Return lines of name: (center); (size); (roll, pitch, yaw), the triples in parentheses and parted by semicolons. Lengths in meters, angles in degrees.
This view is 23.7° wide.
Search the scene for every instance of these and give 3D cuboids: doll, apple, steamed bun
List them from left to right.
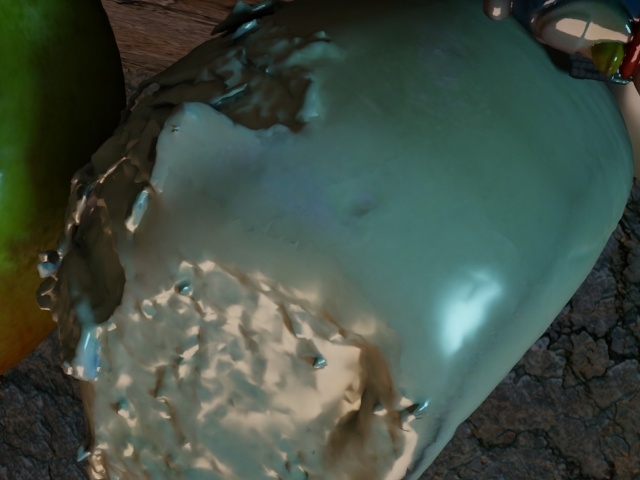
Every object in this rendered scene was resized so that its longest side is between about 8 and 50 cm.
apple: (-0.270, -0.061, 0.885); (0.339, 0.340, 0.339); (12, -178, 0)
steamed bun: (0.000, 0.000, 0.836); (0.233, 0.334, 0.312); (43, -149, 1)
doll: (0.140, -0.086, 0.587); (0.152, 0.085, 0.114); (23, 164, 5)

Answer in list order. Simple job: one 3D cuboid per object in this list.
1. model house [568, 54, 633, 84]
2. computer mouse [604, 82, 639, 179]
model house: (0.145, -0.102, 0.714); (0.058, 0.057, 0.083); (7, -174, -21)
computer mouse: (0.235, -0.070, 0.942); (0.288, 0.097, 0.159); (11, -175, -23)
